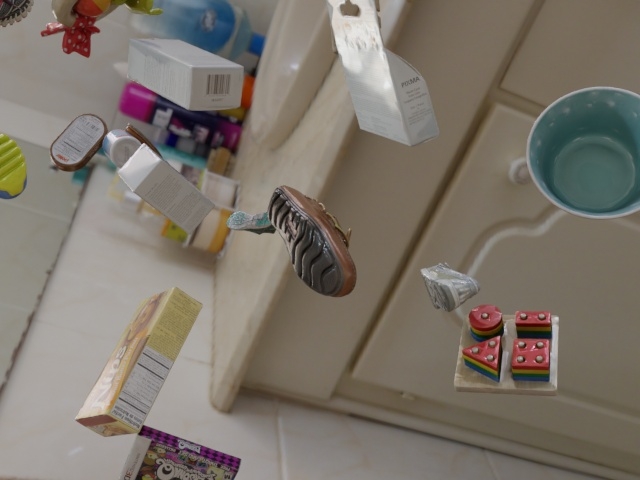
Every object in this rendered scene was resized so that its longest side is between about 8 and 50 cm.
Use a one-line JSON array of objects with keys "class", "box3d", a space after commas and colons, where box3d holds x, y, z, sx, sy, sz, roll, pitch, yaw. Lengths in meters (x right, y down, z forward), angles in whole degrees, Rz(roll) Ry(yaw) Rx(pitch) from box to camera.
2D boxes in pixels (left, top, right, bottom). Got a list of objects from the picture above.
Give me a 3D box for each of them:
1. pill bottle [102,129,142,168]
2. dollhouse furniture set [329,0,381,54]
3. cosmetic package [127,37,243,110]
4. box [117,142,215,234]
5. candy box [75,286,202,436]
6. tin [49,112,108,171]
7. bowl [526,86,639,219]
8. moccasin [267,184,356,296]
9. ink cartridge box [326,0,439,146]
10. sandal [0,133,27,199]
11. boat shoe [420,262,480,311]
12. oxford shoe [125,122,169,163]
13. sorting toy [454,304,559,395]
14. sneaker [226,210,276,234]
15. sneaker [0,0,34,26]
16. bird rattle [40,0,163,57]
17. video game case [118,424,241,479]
[{"class": "pill bottle", "box3d": [-0.525, -0.245, 1.944, 0.160, 0.087, 0.087, 34, 106, 58]}, {"class": "dollhouse furniture set", "box3d": [0.074, -0.623, 2.057, 0.151, 0.123, 0.144, -10, 80, 30]}, {"class": "cosmetic package", "box3d": [-0.259, -0.317, 1.393, 0.231, 0.117, 0.085, 31, 120, 42]}, {"class": "box", "box3d": [-0.337, -0.112, 1.612, 0.091, 0.170, 0.130, -49, 38, -2]}, {"class": "candy box", "box3d": [-0.396, 0.266, 1.620, 0.183, 0.088, 0.316, -23, 37, 49]}, {"class": "tin", "box3d": [-0.678, -0.278, 2.070, 0.189, 0.106, 0.040, -57, -7, -23]}, {"class": "bowl", "box3d": [0.630, -0.174, 1.680, 0.163, 0.312, 0.311, 46, -123, -68]}, {"class": "moccasin", "box3d": [-0.001, 0.003, 1.596, 0.380, 0.147, 0.139, 47, 123, 59]}, {"class": "ink cartridge box", "box3d": [0.149, -0.448, 1.867, 0.308, 0.091, 0.384, 38, 149, 62]}, {"class": "sandal", "box3d": [-0.785, -0.194, 1.684, 0.126, 0.317, 0.138, -31, -25, -42]}, {"class": "boat shoe", "box3d": [0.358, 0.126, 2.074, 0.320, 0.103, 0.118, -157, 46, -86]}, {"class": "oxford shoe", "box3d": [-0.479, -0.229, 2.045, 0.076, 0.212, 0.076, -37, 21, -5]}, {"class": "sorting toy", "box3d": [0.489, 0.274, 1.937, 0.257, 0.256, 0.089, -69, -30, -45]}, {"class": "sneaker", "box3d": [-0.202, -0.043, 2.188, 0.167, 0.076, 0.065, 4, 60, 31]}, {"class": "sneaker", "box3d": [-0.693, -0.497, 1.525, 0.112, 0.121, 0.299, 119, 175, -50]}, {"class": "bird rattle", "box3d": [-0.464, -0.485, 1.483, 0.207, 0.254, 0.143, 43, -157, -87]}, {"class": "video game case", "box3d": [-0.317, 0.521, 1.614, 0.041, 0.232, 0.210, -83, 18, -61]}]
